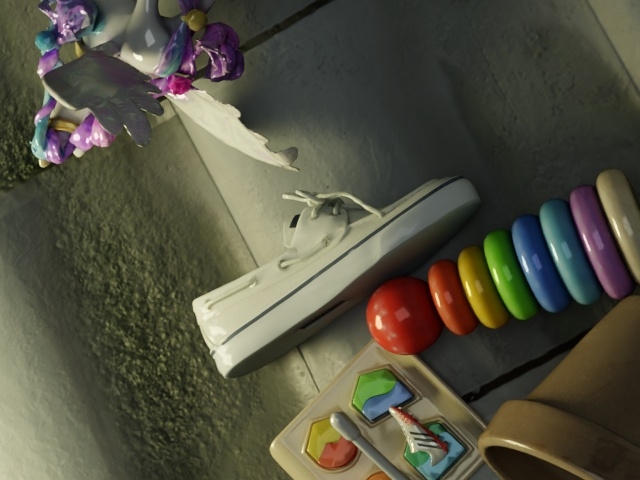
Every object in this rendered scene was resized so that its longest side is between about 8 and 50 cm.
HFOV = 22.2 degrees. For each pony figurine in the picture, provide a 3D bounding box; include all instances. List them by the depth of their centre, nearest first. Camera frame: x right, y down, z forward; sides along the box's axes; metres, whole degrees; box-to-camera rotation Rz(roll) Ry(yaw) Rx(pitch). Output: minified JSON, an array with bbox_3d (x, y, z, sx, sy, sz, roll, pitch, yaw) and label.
[{"bbox_3d":[-0.197,-0.226,1.889,0.351,0.303,0.363,23,95,47],"label":"pony figurine"}]

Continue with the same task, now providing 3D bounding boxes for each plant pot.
[{"bbox_3d":[0.331,0.187,1.718,0.263,0.263,0.229,29,75,15],"label":"plant pot"}]

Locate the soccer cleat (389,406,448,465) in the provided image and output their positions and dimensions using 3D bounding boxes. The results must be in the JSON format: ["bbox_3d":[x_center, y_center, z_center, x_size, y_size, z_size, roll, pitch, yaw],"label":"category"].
[{"bbox_3d":[0.106,0.220,1.835,0.083,0.029,0.035,38,86,9],"label":"soccer cleat"}]

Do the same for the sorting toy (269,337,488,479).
[{"bbox_3d":[0.070,0.236,1.870,0.193,0.038,0.208,44,96,14],"label":"sorting toy"}]

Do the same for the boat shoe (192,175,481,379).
[{"bbox_3d":[0.002,0.001,1.872,0.367,0.136,0.156,-35,74,19],"label":"boat shoe"}]

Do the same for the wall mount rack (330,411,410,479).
[{"bbox_3d":[0.042,0.369,1.797,0.350,0.130,0.304,-38,75,18],"label":"wall mount rack"}]

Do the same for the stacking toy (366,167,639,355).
[{"bbox_3d":[0.206,0.044,1.804,0.330,0.141,0.141,-23,80,12],"label":"stacking toy"}]
